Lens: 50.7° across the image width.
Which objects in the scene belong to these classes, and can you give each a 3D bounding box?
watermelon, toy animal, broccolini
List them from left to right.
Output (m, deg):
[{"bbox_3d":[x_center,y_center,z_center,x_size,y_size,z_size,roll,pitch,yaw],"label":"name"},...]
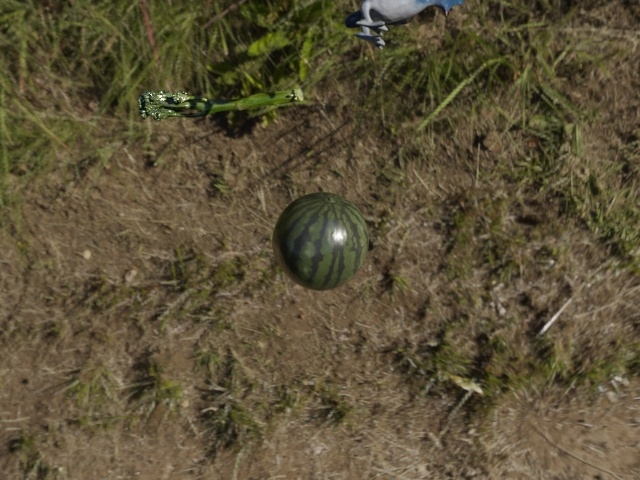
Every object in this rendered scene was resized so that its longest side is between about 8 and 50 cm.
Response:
[{"bbox_3d":[-0.239,-0.338,1.590,0.393,0.074,0.078,-6,94,6],"label":"broccolini"},{"bbox_3d":[0.000,0.000,1.425,0.212,0.212,0.212,-5,75,17],"label":"watermelon"},{"bbox_3d":[0.121,-0.438,1.229,0.256,0.239,0.176,25,75,2],"label":"toy animal"}]
